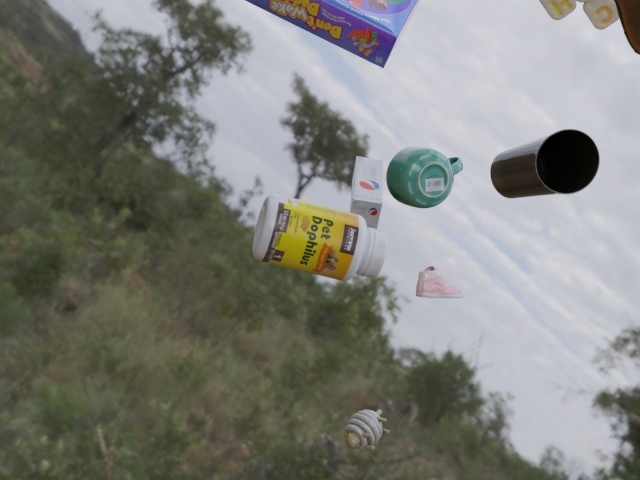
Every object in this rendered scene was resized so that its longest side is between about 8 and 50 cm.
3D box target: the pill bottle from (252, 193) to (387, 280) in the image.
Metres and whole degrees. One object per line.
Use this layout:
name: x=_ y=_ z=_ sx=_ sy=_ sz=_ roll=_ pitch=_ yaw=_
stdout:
pill bottle: x=0.000 y=0.000 z=1.601 sx=0.215 sy=0.117 sz=0.117 roll=14 pitch=2 yaw=-11

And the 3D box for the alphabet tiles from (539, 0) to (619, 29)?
alphabet tiles: x=0.530 y=-0.554 z=1.802 sx=0.278 sy=0.284 sz=0.021 roll=50 pitch=22 yaw=-16

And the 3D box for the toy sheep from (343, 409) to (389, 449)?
toy sheep: x=0.102 y=0.425 z=2.130 sx=0.091 sy=0.132 sz=0.091 roll=21 pitch=-54 yaw=32

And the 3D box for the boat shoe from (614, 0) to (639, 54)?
boat shoe: x=0.495 y=-0.393 z=1.488 sx=0.073 sy=0.073 sz=0.207 roll=-30 pitch=109 yaw=-66

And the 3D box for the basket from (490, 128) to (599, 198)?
basket: x=0.543 y=-0.180 z=2.355 sx=0.227 sy=0.204 sz=0.154 roll=-9 pitch=-81 yaw=64

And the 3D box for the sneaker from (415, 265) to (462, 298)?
sneaker: x=0.263 y=0.092 z=2.072 sx=0.134 sy=0.070 sz=0.051 roll=6 pitch=-6 yaw=-39

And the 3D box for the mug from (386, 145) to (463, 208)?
mug: x=0.225 y=-0.143 z=2.001 sx=0.129 sy=0.158 sz=0.097 roll=40 pitch=-6 yaw=-23

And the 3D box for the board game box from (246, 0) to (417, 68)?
board game box: x=0.013 y=-0.495 z=1.827 sx=0.347 sy=0.233 sz=0.078 roll=27 pitch=-44 yaw=1

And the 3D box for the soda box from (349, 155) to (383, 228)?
soda box: x=0.107 y=-0.114 z=2.207 sx=0.069 sy=0.074 sz=0.216 roll=9 pitch=32 yaw=0
